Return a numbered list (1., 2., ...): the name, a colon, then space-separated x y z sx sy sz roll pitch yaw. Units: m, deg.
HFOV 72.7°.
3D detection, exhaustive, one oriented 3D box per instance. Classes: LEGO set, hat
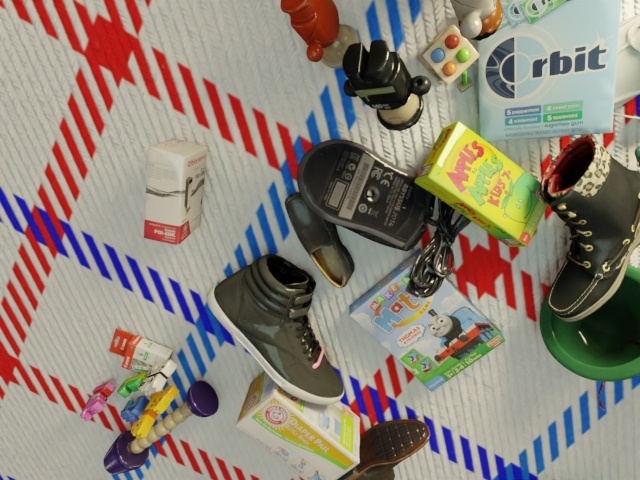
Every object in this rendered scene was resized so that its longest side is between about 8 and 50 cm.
1. LEGO set: -0.341 0.307 0.796 0.227 0.093 0.087 -25 116 27
2. hat: 0.474 0.149 0.708 0.183 0.173 0.208 19 128 -39

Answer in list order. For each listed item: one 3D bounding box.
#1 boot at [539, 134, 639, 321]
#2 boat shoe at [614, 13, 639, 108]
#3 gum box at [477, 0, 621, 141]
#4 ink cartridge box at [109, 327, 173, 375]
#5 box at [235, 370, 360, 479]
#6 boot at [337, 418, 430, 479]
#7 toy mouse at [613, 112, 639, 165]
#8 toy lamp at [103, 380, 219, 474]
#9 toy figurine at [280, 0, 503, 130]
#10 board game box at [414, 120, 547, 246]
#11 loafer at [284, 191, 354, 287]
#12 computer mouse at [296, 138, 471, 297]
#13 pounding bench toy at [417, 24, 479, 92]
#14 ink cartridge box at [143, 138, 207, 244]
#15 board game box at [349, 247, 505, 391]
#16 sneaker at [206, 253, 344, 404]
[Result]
1. boot: 0.360 -0.012 0.612 0.178 0.085 0.236 25 103 -24
2. boat shoe: 0.432 -0.243 0.541 0.267 0.088 0.096 -30 106 15
3. gum box: 0.286 -0.227 0.556 0.156 0.041 0.185 2 113 30
4. ink cartridge box: -0.342 0.215 0.815 0.115 0.029 0.063 24 112 -5
5. box: -0.035 0.327 0.787 0.203 0.114 0.103 43 108 -10
6. boot: 0.122 0.421 0.844 0.219 0.082 0.106 -28 128 10
7. toy mouse: 0.489 -0.128 0.575 0.161 0.031 0.143 -16 100 18
8. toy lamp: -0.318 0.373 0.851 0.274 0.080 0.080 -37 104 14
9. toy figurine: 0.086 -0.263 0.506 0.209 0.148 0.213 -45 64 14
10. board game box: 0.234 -0.076 0.618 0.181 0.043 0.092 32 82 -13
11. loafer: 0.000 0.000 0.686 0.062 0.061 0.170 -33 104 17
12. computer mouse: 0.086 -0.049 0.649 0.272 0.072 0.189 27 88 -11
13. pounding bench toy: 0.179 -0.233 0.579 0.083 0.065 0.052 43 108 -11
14. ink cartridge box: -0.217 -0.075 0.656 0.056 0.099 0.135 12 112 0
15. board game box: 0.178 0.139 0.736 0.211 0.039 0.160 44 108 -10
16. sneaker: -0.037 0.146 0.721 0.296 0.104 0.147 45 113 -7
